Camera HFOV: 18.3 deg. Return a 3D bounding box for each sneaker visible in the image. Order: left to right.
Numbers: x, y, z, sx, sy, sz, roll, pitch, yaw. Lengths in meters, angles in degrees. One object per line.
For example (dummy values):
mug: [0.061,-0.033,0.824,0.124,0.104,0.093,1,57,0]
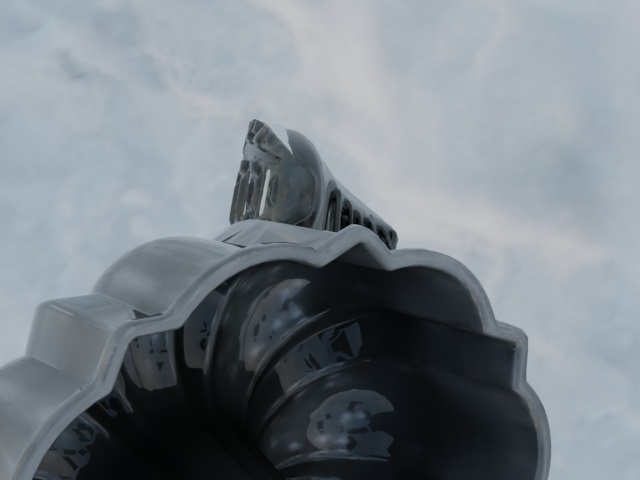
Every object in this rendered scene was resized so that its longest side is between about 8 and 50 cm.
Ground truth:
sneaker: [0.000,0.000,1.174,0.108,0.271,0.100,9,78,5]

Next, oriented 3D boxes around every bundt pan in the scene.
bundt pan: [-0.049,0.136,0.949,0.124,0.331,0.330,25,113,48]
